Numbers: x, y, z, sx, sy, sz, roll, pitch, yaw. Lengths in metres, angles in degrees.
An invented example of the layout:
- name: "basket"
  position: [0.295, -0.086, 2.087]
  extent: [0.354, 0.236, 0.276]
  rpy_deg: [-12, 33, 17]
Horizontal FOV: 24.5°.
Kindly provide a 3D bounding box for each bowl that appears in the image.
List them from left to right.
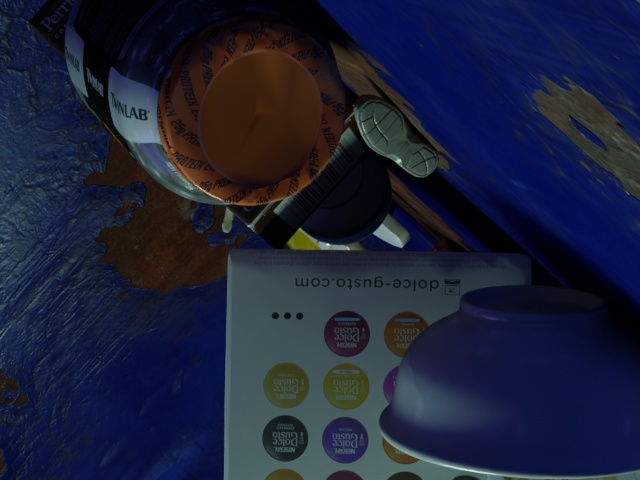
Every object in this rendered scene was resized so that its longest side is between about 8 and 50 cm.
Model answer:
- name: "bowl"
  position: [0.203, 0.121, 1.421]
  extent: [0.298, 0.134, 0.298]
  rpy_deg: [0, -170, 0]

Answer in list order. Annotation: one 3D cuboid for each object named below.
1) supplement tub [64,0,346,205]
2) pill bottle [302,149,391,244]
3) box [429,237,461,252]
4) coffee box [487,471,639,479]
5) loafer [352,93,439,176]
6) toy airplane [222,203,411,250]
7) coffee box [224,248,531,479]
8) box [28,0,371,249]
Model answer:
- name: "supplement tub"
  position: [-0.111, -0.158, 1.395]
  extent: [0.207, 0.207, 0.338]
  rpy_deg: [43, 180, -28]
- name: "pill bottle"
  position: [0.017, -0.075, 1.929]
  extent: [0.146, 0.146, 0.264]
  rpy_deg: [42, 180, 7]
- name: "box"
  position: [0.251, 0.162, 2.308]
  extent: [0.300, 0.142, 0.154]
  rpy_deg: [43, -164, -15]
- name: "coffee box"
  position: [0.287, 0.256, 1.441]
  extent: [0.247, 0.141, 0.098]
  rpy_deg: [3, -171, 10]
- name: "loafer"
  position: [0.068, -0.106, 1.447]
  extent: [0.125, 0.045, 0.039]
  rpy_deg: [39, -172, -41]
- name: "toy airplane"
  position: [0.000, 0.000, 2.456]
  extent: [0.386, 0.272, 0.384]
  rpy_deg: [43, 179, 41]
- name: "coffee box"
  position: [0.073, 0.187, 1.762]
  extent: [0.338, 0.334, 0.338]
  rpy_deg: [1, 176, 4]
- name: "box"
  position: [-0.132, -0.187, 1.710]
  extent: [0.381, 0.191, 0.143]
  rpy_deg: [41, 179, 19]
